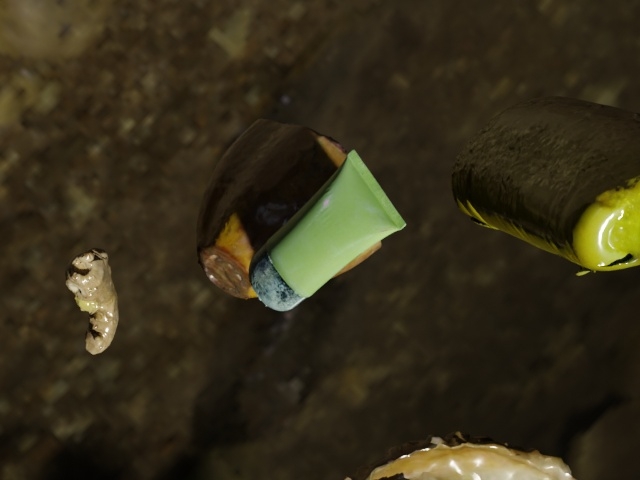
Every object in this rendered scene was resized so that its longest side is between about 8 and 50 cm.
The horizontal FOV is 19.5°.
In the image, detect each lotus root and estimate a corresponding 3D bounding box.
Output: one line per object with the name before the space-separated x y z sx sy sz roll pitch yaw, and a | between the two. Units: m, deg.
lotus root | -0.042 -0.014 2.095 0.180 0.199 0.188 -46 124 -23

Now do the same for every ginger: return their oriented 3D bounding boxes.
ginger | -0.278 0.069 2.310 0.173 0.051 0.069 78 25 -49

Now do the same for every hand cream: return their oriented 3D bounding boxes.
hand cream | 0.000 0.000 1.861 0.175 0.095 0.046 -41 161 23

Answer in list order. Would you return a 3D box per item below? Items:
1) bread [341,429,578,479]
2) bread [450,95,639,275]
bread | 0.097 0.209 0.870 0.314 0.171 0.192 16 148 -14
bread | 0.232 -0.061 1.649 0.166 0.383 0.112 -19 103 -10
